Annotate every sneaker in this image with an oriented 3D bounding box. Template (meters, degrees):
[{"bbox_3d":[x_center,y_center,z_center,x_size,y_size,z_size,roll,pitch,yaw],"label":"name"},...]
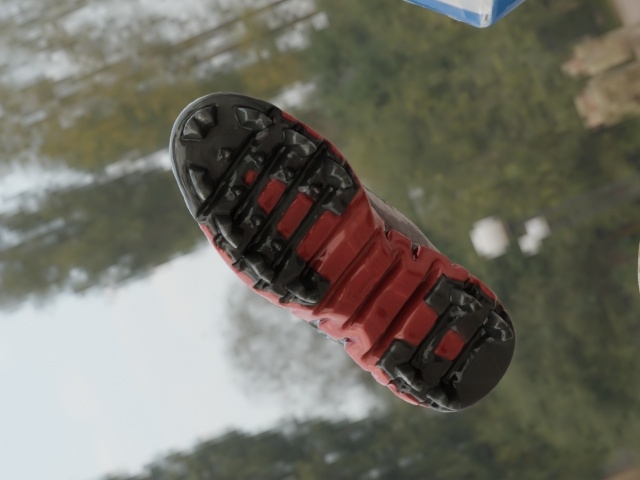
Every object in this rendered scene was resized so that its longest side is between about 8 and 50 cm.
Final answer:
[{"bbox_3d":[0.000,0.000,1.224,0.276,0.097,0.135,40,179,-29],"label":"sneaker"}]

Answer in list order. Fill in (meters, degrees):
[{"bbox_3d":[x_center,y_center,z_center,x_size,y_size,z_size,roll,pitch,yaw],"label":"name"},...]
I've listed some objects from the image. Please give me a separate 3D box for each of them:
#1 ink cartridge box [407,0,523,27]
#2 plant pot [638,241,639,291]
[{"bbox_3d":[0.093,-0.315,1.195,0.395,0.285,0.166,-39,-38,-41],"label":"ink cartridge box"},{"bbox_3d":[0.277,-0.018,1.052,0.032,0.236,0.236,47,169,48],"label":"plant pot"}]
